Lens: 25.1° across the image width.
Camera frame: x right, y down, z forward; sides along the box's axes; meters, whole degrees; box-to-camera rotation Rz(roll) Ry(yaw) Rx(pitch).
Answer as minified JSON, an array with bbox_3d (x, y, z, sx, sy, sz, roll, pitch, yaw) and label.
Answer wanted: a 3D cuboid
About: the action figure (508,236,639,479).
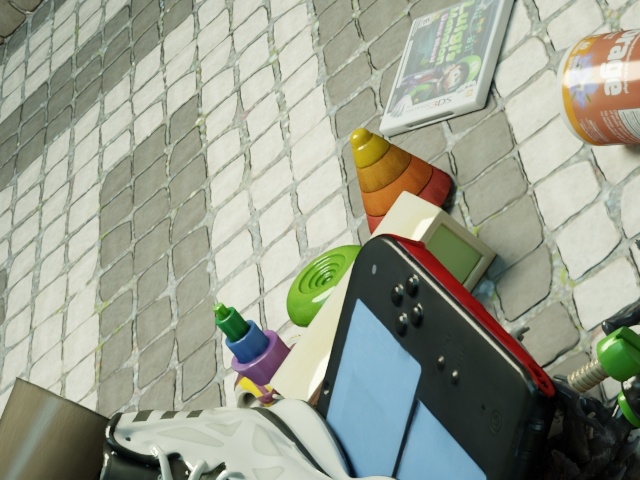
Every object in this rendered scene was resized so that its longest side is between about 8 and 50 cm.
[{"bbox_3d":[0.241,0.139,1.300,0.141,0.164,0.276,32,77,34],"label":"action figure"}]

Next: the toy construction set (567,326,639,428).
[{"bbox_3d":[0.382,0.172,1.005,0.237,0.257,0.309,-40,57,32],"label":"toy construction set"}]

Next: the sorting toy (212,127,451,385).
[{"bbox_3d":[0.000,0.000,1.695,0.365,0.126,0.127,-48,26,-22],"label":"sorting toy"}]

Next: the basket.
[{"bbox_3d":[-0.389,0.322,1.957,0.204,0.154,0.227,8,70,53],"label":"basket"}]

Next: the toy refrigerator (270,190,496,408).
[{"bbox_3d":[0.072,0.089,1.616,0.269,0.102,0.094,-54,32,-2],"label":"toy refrigerator"}]

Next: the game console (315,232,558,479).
[{"bbox_3d":[0.080,0.219,1.362,0.342,0.060,0.386,-127,46,-58],"label":"game console"}]

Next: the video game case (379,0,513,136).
[{"bbox_3d":[0.165,-0.234,1.880,0.173,0.022,0.190,-13,49,46],"label":"video game case"}]

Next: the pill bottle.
[{"bbox_3d":[0.356,-0.161,1.466,0.216,0.121,0.121,-1,59,52],"label":"pill bottle"}]

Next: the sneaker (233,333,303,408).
[{"bbox_3d":[-0.032,0.163,1.727,0.185,0.069,0.084,-14,65,47],"label":"sneaker"}]

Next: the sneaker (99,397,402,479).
[{"bbox_3d":[-0.068,0.274,1.316,0.447,0.257,0.169,-148,64,-61],"label":"sneaker"}]
